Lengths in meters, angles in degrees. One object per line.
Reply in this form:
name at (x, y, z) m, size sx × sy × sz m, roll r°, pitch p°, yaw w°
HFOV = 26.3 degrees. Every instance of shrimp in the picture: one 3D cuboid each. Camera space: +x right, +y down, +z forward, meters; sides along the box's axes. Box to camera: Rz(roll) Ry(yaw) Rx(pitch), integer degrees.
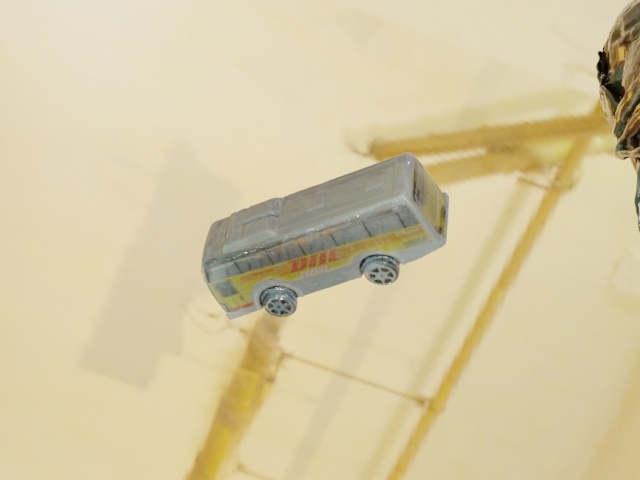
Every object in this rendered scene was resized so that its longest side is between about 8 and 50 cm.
shrimp at (0.291, -0.069, 0.942) m, size 0.372 × 0.172 × 0.137 m, roll -102°, pitch -155°, yaw -53°

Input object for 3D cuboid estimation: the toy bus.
toy bus at (0.000, 0.000, 1.008) m, size 0.190 × 0.075 × 0.064 m, roll -18°, pitch -139°, yaw 24°
